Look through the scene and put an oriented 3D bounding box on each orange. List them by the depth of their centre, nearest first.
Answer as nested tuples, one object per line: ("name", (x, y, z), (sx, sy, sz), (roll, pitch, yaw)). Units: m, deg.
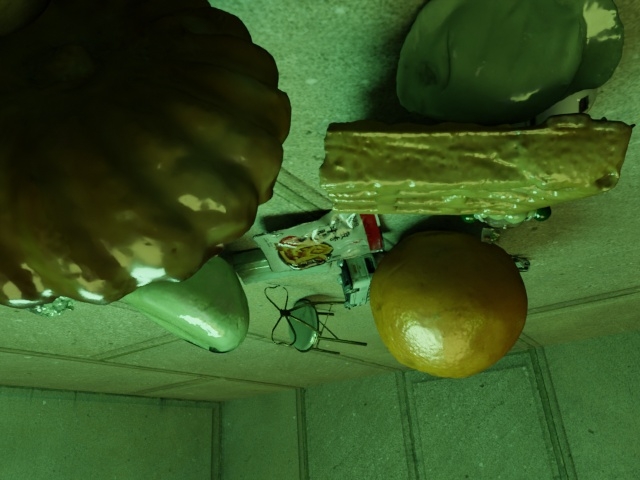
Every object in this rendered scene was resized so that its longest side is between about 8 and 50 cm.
("orange", (0.250, 0.123, 0.979), (0.312, 0.312, 0.312), (-4, 155, -2))

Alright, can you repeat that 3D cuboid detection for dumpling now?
("dumpling", (0.186, -0.194, 0.508), (0.219, 0.152, 0.108), (-4, -179, 19))

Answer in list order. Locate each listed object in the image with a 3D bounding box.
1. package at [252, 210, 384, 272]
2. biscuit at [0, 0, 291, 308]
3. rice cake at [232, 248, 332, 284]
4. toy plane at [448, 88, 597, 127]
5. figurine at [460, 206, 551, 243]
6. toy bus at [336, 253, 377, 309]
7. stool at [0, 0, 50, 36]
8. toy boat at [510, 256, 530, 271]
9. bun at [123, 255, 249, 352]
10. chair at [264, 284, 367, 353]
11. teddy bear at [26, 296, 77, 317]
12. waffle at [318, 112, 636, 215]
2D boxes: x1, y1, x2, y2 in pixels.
("package", (0.000, 0.000, 0.946), (0.239, 0.030, 0.154), (-15, 146, 4))
("biscuit", (-0.185, -0.105, 0.379), (0.326, 0.325, 0.107), (-3, 148, -3))
("rice cake", (-0.079, 0.049, 1.065), (0.211, 0.038, 0.124), (-7, 155, 3))
("toy plane", (0.246, -0.165, 0.607), (0.174, 0.080, 0.174), (2, 138, 2))
("figurine", (0.322, -0.049, 0.854), (0.147, 0.093, 0.197), (-1, 158, 19))
("toy bus", (0.089, 0.096, 1.145), (0.089, 0.087, 0.194), (-13, 155, -4))
("stool", (-0.190, -0.250, 0.227), (0.179, 0.179, 0.264), (15, 150, -36))
("toy boat", (0.474, 0.056, 1.174), (0.083, 0.038, 0.038), (10, 152, -28))
("bun", (-0.257, 0.105, 1.008), (0.283, 0.179, 0.283), (23, 154, 12))
("chair", (-0.039, 0.227, 1.331), (0.326, 0.159, 0.170), (9, 152, -36))
("teddy bear", (-0.594, 0.113, 1.035), (0.213, 0.111, 0.133), (6, 150, -25))
("waffle", (0.156, -0.079, 0.609), (0.304, 0.077, 0.348), (2, 179, 6))
